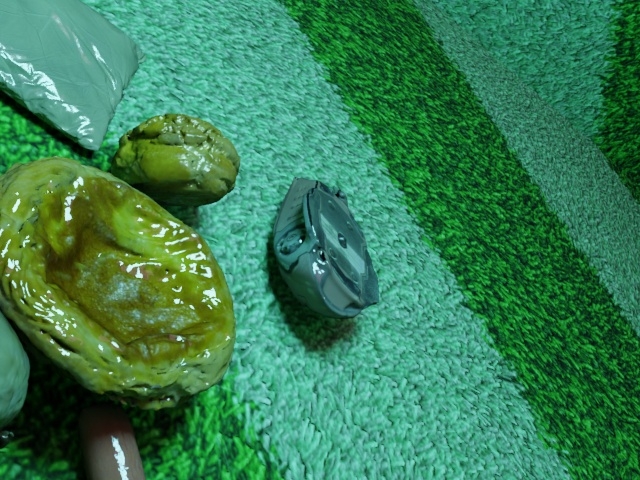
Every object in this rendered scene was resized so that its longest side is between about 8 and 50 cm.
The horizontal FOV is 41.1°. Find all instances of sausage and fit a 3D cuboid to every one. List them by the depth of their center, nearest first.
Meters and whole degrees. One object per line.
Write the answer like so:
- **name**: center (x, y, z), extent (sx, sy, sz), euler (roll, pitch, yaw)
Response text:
- **sausage**: center (-0.228, 0.256, 0.945), extent (0.062, 0.062, 0.154), euler (7, 53, -46)

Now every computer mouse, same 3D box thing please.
- **computer mouse**: center (-0.005, 0.004, 1.417), extent (0.199, 0.115, 0.389), euler (53, 17, -26)

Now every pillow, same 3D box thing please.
- **pillow**: center (-0.402, -0.295, 1.276), extent (0.274, 0.076, 0.280), euler (37, 36, -22)

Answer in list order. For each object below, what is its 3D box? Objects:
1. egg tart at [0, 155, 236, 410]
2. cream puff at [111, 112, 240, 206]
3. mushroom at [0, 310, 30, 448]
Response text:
- **egg tart**: center (-0.259, 0.059, 1.013), extent (0.352, 0.150, 0.352), euler (38, 28, -25)
- **cream puff**: center (-0.208, -0.119, 1.235), extent (0.189, 0.189, 0.129), euler (13, 79, -43)
- **mushroom**: center (-0.398, 0.044, 0.826), extent (0.344, 0.130, 0.247), euler (52, -6, 11)
